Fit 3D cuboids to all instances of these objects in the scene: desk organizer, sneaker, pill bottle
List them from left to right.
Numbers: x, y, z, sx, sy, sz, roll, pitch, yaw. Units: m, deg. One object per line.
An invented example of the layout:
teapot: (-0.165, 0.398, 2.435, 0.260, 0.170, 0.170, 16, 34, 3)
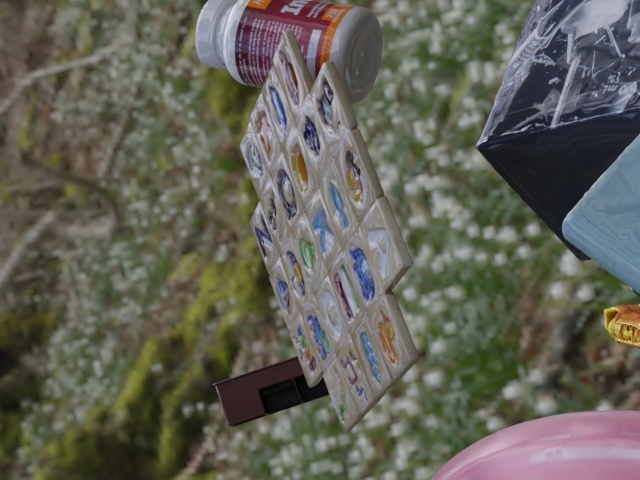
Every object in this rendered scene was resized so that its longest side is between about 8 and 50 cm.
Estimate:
desk organizer: (-0.048, 0.164, 1.764, 0.047, 0.130, 0.050, 73, 179, -82)
pill bottle: (-0.029, -0.172, 1.386, 0.086, 0.152, 0.086, -40, -44, -53)
sneaker: (0.416, 0.124, 2.072, 0.175, 0.067, 0.064, -146, 50, -81)

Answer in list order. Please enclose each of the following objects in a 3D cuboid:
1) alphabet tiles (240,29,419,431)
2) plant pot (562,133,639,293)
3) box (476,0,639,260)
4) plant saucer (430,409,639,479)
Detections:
alphabet tiles: (0.000, 0.000, 1.322, 0.342, 0.011, 0.285, 121, 132, -66)
plant pot: (0.349, 0.008, 0.984, 0.252, 0.247, 0.248, 46, -172, 28)
box: (0.357, -0.174, 1.383, 0.179, 0.343, 0.312, 43, -126, -30)
plant saucer: (0.187, 0.237, 0.829, 0.084, 0.332, 0.332, -57, -36, -44)
